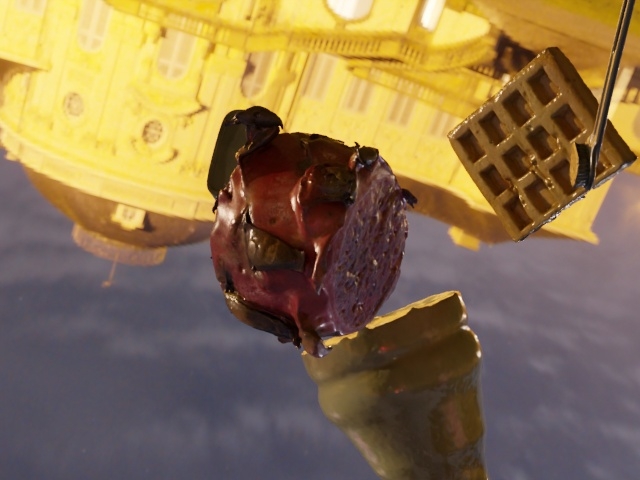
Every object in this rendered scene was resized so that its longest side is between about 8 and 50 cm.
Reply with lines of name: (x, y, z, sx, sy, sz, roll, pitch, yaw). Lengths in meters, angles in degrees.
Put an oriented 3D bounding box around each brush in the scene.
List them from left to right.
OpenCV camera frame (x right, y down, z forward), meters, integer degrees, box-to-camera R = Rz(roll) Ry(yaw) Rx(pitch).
brush: (0.311, -0.168, 0.974, 0.027, 0.266, 0.062, 3, -140, 3)

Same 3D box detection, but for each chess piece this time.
chess piece: (0.154, 0.306, 1.158, 0.234, 0.234, 0.442, -15, -97, -60)

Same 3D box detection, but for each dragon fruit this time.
dragon fruit: (0.000, 0.000, 0.849, 0.147, 0.282, 0.211, 30, -116, 32)

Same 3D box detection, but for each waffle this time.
waffle: (0.339, -0.147, 1.407, 0.055, 0.248, 0.221, -17, -109, -49)

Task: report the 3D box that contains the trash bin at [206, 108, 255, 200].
trash bin: (-0.086, -0.079, 1.075, 0.059, 0.116, 0.130, 7, 161, 14)
